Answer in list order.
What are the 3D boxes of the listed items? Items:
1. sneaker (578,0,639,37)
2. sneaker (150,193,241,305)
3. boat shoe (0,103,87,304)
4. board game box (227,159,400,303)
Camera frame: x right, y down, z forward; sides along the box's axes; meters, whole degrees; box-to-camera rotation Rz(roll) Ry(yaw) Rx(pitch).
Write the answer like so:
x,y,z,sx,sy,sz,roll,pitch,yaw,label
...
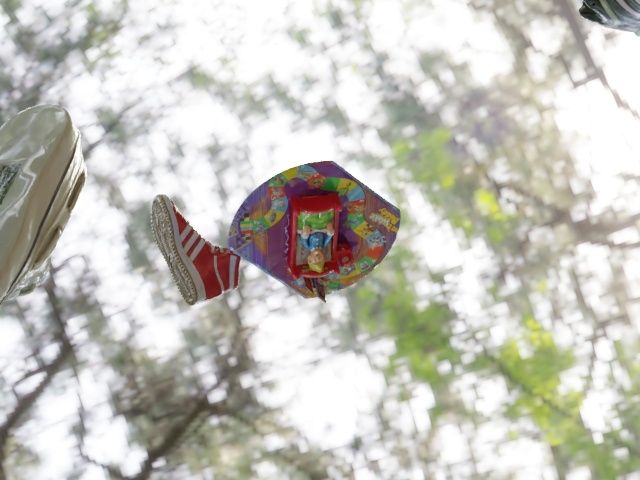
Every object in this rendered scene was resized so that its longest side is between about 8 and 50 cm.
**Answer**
x,y,z,sx,sy,sz,roll,pitch,yaw,label
0.218,-0.194,1.179,0.075,0.170,0.063,8,-109,5,sneaker
-0.121,0.004,1.660,0.067,0.042,0.118,-15,-105,-32,sneaker
-0.265,0.005,1.394,0.088,0.096,0.267,68,-151,-42,boat shoe
0.000,0.000,1.573,0.169,0.133,0.033,35,-158,-38,board game box
